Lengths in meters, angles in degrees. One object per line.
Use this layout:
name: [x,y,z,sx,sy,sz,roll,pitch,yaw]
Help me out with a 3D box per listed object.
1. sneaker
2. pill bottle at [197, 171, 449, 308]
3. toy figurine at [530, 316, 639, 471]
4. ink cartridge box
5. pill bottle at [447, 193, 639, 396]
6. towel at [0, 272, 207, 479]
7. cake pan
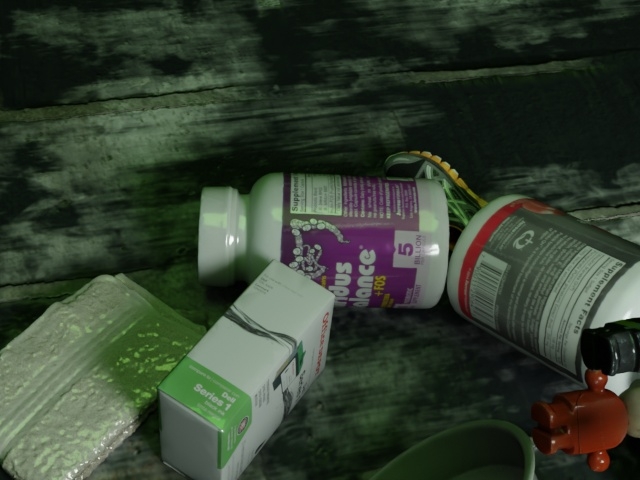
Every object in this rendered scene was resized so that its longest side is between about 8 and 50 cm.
sneaker: [0.162,-0.045,1.393,0.083,0.084,0.215,-38,62,-26]
pill bottle: [0.000,0.000,1.280,0.302,0.169,0.169,2,49,-3]
toy figurine: [0.302,0.175,0.875,0.148,0.209,0.213,-6,50,-18]
ink cartridge box: [-0.081,0.153,1.146,0.093,0.160,0.219,29,53,18]
pill bottle: [0.316,0.077,1.181,0.176,0.176,0.318,-31,40,-28]
towel: [-0.278,0.161,1.196,0.187,0.049,0.282,30,53,21]
cake pan: [0.098,0.295,0.989,0.054,0.293,0.293,51,54,-11]
